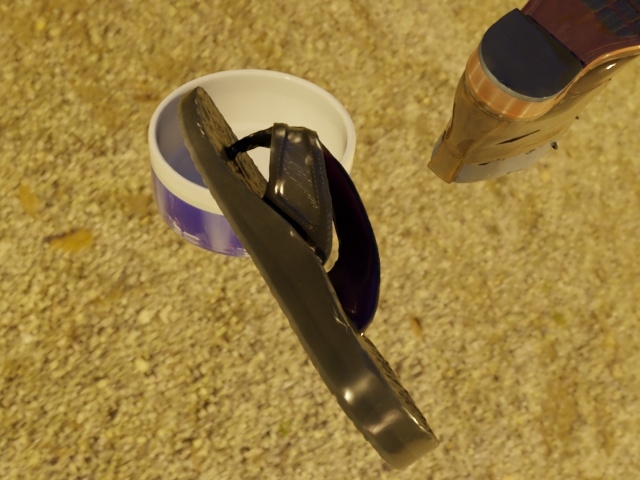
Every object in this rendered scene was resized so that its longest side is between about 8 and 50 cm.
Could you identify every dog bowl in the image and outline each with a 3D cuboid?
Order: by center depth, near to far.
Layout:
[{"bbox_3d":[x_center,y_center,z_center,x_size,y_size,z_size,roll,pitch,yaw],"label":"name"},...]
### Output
[{"bbox_3d":[-0.090,-0.104,1.492,0.265,0.104,0.265,2,45,-2],"label":"dog bowl"}]

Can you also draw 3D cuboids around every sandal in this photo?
[{"bbox_3d":[0.002,0.002,0.980,0.167,0.107,0.446,51,4,-48],"label":"sandal"}]

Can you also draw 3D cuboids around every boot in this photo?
[{"bbox_3d":[0.152,-0.114,0.757,0.219,0.106,0.082,-30,72,-37],"label":"boot"}]
